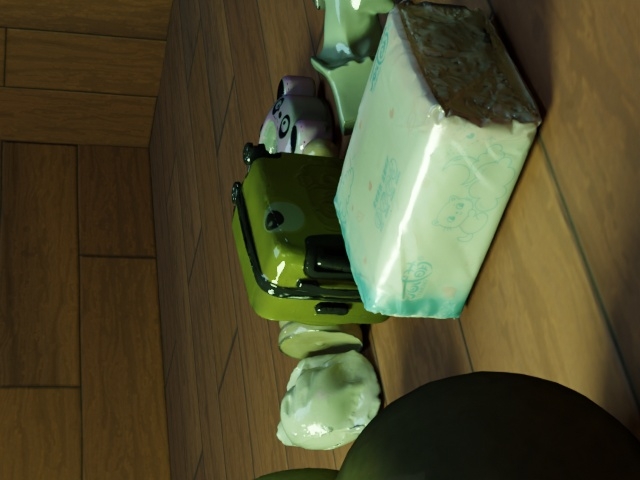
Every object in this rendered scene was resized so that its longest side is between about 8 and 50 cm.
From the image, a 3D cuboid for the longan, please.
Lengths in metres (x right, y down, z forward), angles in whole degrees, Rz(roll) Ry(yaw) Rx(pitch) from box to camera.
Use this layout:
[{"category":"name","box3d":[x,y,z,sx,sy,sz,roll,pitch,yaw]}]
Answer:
[{"category":"longan","box3d":[0.129,0.214,0.788,0.258,0.258,0.258,-178,90,-75]}]

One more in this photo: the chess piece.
[{"category":"chess piece","box3d":[0.000,0.000,1.557,0.139,0.124,0.307,34,-129,-55]}]

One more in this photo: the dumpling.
[{"category":"dumpling","box3d":[0.003,0.207,1.490,0.188,0.108,0.127,-27,64,42]}]

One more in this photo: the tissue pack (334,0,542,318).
[{"category":"tissue pack","box3d":[0.106,-0.075,1.142,0.201,0.124,0.271,-108,25,-43]}]

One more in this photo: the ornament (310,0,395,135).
[{"category":"ornament","box3d":[0.043,-0.269,1.386,0.120,0.130,0.285,-112,25,-85]}]

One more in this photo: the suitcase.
[{"category":"suitcase","box3d":[-0.004,0.000,1.392,0.234,0.194,0.143,-106,29,-44]}]

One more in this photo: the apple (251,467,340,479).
[{"category":"apple","box3d":[0.019,0.380,1.190,0.258,0.234,0.295,-72,-21,-71]}]

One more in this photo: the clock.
[{"category":"clock","box3d":[-0.046,-0.112,1.773,0.227,0.090,0.247,-107,26,-50]}]

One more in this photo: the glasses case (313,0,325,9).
[{"category":"glasses case","box3d":[-0.010,-0.430,1.766,0.190,0.042,0.072,-108,18,-51]}]
